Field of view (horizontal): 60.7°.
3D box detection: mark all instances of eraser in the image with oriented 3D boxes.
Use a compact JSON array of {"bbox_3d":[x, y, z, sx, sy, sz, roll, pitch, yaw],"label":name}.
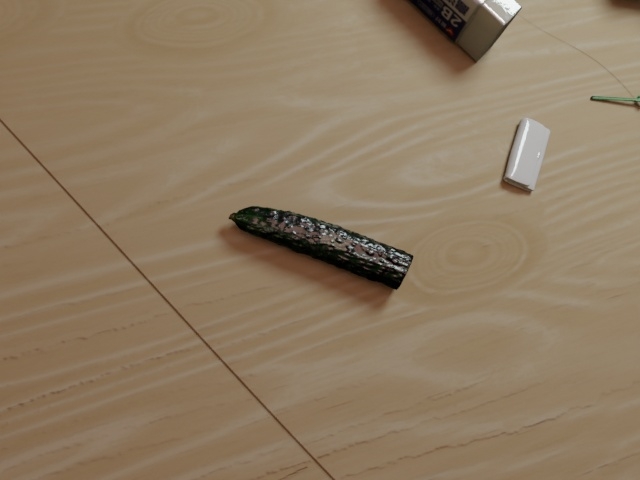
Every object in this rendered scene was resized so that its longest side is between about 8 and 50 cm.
[{"bbox_3d":[0.232,-0.424,0.945,0.210,0.124,0.068,44,77,3],"label":"eraser"}]

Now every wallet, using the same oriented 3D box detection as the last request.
[{"bbox_3d":[0.364,-0.150,0.959,0.061,0.025,0.122,23,76,-10],"label":"wallet"}]

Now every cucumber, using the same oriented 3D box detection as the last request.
[{"bbox_3d":[0.000,0.000,0.856,0.293,0.067,0.068,20,76,-1],"label":"cucumber"}]

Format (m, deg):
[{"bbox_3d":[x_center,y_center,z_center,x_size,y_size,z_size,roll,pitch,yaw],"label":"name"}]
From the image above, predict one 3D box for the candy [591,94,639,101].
[{"bbox_3d":[0.593,-0.260,1.012,0.184,0.049,0.056,3,48,-1],"label":"candy"}]
